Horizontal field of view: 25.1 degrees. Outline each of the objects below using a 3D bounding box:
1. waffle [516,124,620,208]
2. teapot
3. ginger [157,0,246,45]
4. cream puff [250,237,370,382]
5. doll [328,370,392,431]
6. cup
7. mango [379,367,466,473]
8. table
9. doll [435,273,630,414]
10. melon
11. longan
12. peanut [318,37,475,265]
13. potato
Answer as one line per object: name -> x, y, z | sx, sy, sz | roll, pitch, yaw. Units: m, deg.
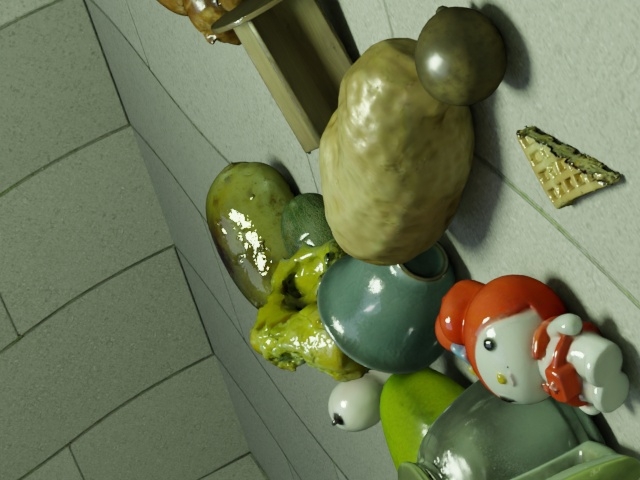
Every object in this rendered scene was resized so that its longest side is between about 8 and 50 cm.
waffle -> 0.248, -0.085, 1.458 | 0.098, 0.023, 0.152 | 63, 168, 1
teapot -> 0.237, 0.310, 1.745 | 0.321, 0.239, 0.240 | 42, 155, 55
ginger -> -0.191, -0.440, 2.214 | 0.274, 0.152, 0.357 | 43, 164, 4
cream puff -> 0.019, 0.090, 2.130 | 0.282, 0.281, 0.185 | -147, 44, -64
doll -> 0.133, 0.267, 2.282 | 0.271, 0.208, 0.144 | 31, 143, -6
cup -> 0.112, 0.060, 1.956 | 0.199, 0.199, 0.150 | 59, 147, 22
mango -> 0.183, 0.300, 2.095 | 0.273, 0.149, 0.185 | 60, 153, 15
table -> -0.021, -0.233, 1.958 | 0.227, 0.167, 0.167 | 59, 168, -16
doll -> 0.228, 0.115, 1.656 | 0.290, 0.130, 0.161 | 21, 143, 50
melon -> 0.000, 0.000, 2.326 | 0.167, 0.114, 0.114 | 62, 166, 21
longan -> 0.144, -0.196, 1.505 | 0.106, 0.106, 0.119 | 82, 172, -50
peanut -> 0.089, -0.105, 1.722 | 0.192, 0.169, 0.387 | 60, 162, 21
potato -> -0.096, 0.004, 2.565 | 0.308, 0.173, 0.210 | 64, 164, 15
